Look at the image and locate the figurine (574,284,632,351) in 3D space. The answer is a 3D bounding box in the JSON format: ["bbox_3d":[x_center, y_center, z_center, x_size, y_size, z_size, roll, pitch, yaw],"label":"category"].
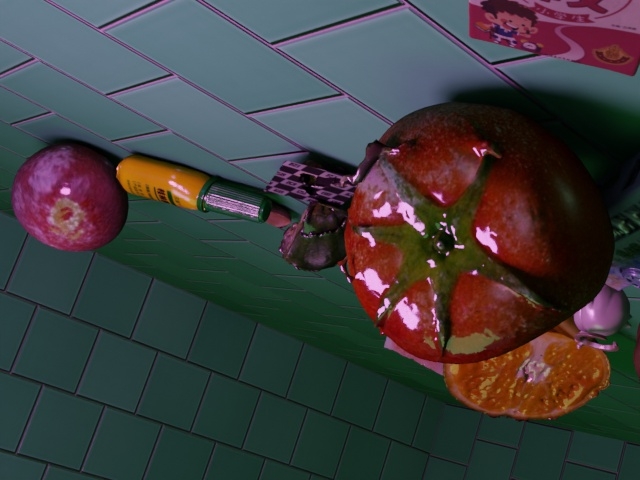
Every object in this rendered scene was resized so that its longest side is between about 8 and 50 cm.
[{"bbox_3d":[0.440,0.095,1.426,0.132,0.154,0.132,18,167,4],"label":"figurine"}]

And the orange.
[{"bbox_3d":[0.406,0.248,1.896,0.310,0.274,0.274,-15,-176,-28],"label":"orange"}]

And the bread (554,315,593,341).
[{"bbox_3d":[0.437,0.118,1.704,0.092,0.074,0.239,29,176,44],"label":"bread"}]

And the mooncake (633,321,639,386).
[{"bbox_3d":[0.554,0.145,1.187,0.290,0.291,0.161,13,163,23],"label":"mooncake"}]

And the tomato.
[{"bbox_3d":[0.178,-0.006,1.074,0.303,0.304,0.239,12,-170,28],"label":"tomato"}]

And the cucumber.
[{"bbox_3d":[0.002,0.002,1.724,0.145,0.105,0.325,15,170,-3],"label":"cucumber"}]

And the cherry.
[{"bbox_3d":[-0.516,-0.088,1.912,0.235,0.213,0.285,2,147,-16],"label":"cherry"}]

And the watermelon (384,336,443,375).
[{"bbox_3d":[0.284,0.219,2.151,0.260,0.176,0.256,27,162,37],"label":"watermelon"}]

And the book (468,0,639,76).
[{"bbox_3d":[0.204,-0.213,0.776,0.162,0.022,0.232,16,168,13],"label":"book"}]

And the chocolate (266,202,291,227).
[{"bbox_3d":[-0.105,-0.059,1.831,0.100,0.031,0.064,23,153,-26],"label":"chocolate"}]

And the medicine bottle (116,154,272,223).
[{"bbox_3d":[-0.241,-0.097,1.780,0.308,0.076,0.111,14,167,15],"label":"medicine bottle"}]

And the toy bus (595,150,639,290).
[{"bbox_3d":[0.396,-0.028,1.106,0.135,0.109,0.330,30,166,1],"label":"toy bus"}]

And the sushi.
[{"bbox_3d":[-0.010,-0.102,1.519,0.139,0.031,0.201,13,166,-12],"label":"sushi"}]
